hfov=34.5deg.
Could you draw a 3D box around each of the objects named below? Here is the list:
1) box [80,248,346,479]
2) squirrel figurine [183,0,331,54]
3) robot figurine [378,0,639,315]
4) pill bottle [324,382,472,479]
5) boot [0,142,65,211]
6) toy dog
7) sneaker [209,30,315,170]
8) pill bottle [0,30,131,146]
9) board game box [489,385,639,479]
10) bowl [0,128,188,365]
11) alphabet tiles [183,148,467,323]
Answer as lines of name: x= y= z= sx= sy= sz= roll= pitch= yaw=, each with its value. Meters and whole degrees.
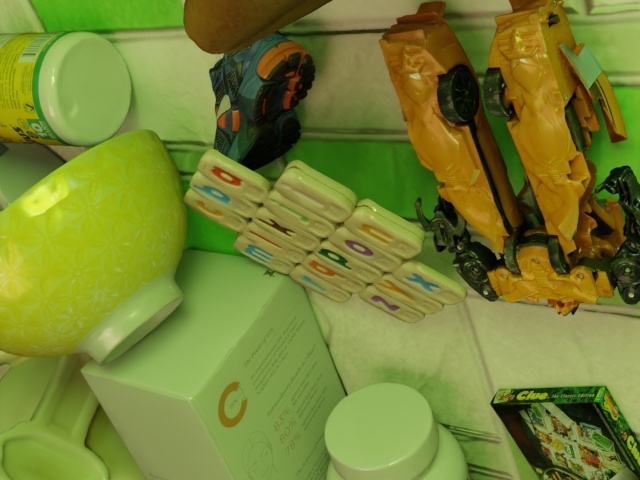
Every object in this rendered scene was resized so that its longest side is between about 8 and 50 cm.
box: x=-0.098 y=0.213 z=1.239 sx=0.168 sy=0.215 sz=0.345 roll=8 pitch=134 yaw=33
squirrel figurine: x=-0.018 y=-0.360 z=0.566 sx=0.397 sy=0.281 sz=0.370 roll=-26 pitch=87 yaw=10
robot figurine: x=0.169 y=-0.061 z=0.848 sx=0.211 sy=0.085 sz=0.291 roll=0 pitch=129 yaw=39
pill bottle: x=0.103 y=0.315 z=1.229 sx=0.169 sy=0.169 sz=0.302 roll=9 pitch=135 yaw=31
boot: x=-0.395 y=-0.078 z=1.281 sx=0.258 sy=0.095 sz=0.123 roll=45 pitch=149 yaw=3
toy dog: x=-0.379 y=0.275 z=1.525 sx=0.395 sy=0.285 sz=0.408 roll=27 pitch=151 yaw=-33
sneaker: x=-0.066 y=-0.133 z=0.974 sx=0.087 sy=0.083 sz=0.221 roll=55 pitch=150 yaw=16
pill bottle: x=-0.313 y=-0.161 z=1.093 sx=0.208 sy=0.117 sz=0.118 roll=6 pitch=134 yaw=33
board game box: x=0.303 y=0.260 z=1.130 sx=0.136 sy=0.030 sz=0.260 roll=-11 pitch=122 yaw=42
bowl: x=-0.235 y=0.036 z=1.078 sx=0.156 sy=0.289 sz=0.289 roll=49 pitch=143 yaw=4
alphabet tiles: x=0.000 y=0.000 z=1.013 sx=0.278 sy=0.021 sz=0.284 roll=28 pitch=162 yaw=-6
